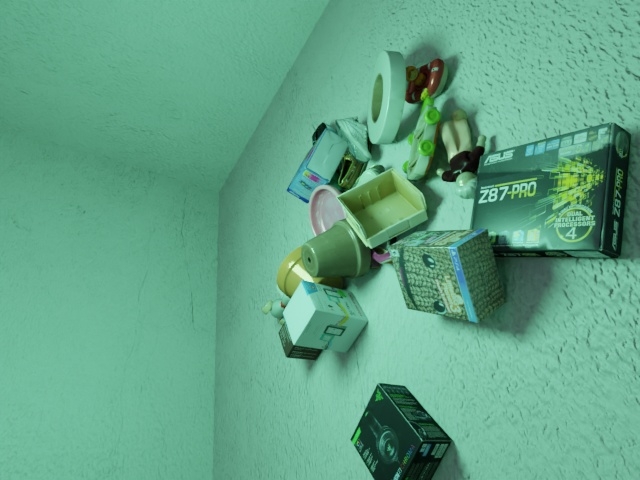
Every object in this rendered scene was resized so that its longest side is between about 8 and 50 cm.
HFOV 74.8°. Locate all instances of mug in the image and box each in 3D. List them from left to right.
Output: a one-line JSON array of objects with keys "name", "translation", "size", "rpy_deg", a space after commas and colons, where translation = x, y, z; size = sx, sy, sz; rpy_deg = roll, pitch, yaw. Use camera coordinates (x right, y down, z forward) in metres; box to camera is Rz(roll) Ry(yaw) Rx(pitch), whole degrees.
[{"name": "mug", "translation": [0.079, -0.286, 2.131], "size": [0.158, 0.097, 0.129], "rpy_deg": [-59, 11, -3]}]

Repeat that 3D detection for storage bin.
[{"name": "storage bin", "translation": [0.238, -0.126, 1.625], "size": [0.262, 0.123, 0.260], "rpy_deg": [-27, 37, -3]}]

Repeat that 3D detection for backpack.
[{"name": "backpack", "translation": [0.029, -0.574, 2.352], "size": [0.152, 0.115, 0.182], "rpy_deg": [-40, 41, 28]}]

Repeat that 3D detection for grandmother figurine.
[{"name": "grandmother figurine", "translation": [0.482, -0.282, 1.449], "size": [0.208, 0.103, 0.343], "rpy_deg": [128, 147, -49]}]

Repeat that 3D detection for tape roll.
[{"name": "tape roll", "translation": [0.279, -0.616, 1.823], "size": [0.392, 0.071, 0.393], "rpy_deg": [-179, 90, -83]}]

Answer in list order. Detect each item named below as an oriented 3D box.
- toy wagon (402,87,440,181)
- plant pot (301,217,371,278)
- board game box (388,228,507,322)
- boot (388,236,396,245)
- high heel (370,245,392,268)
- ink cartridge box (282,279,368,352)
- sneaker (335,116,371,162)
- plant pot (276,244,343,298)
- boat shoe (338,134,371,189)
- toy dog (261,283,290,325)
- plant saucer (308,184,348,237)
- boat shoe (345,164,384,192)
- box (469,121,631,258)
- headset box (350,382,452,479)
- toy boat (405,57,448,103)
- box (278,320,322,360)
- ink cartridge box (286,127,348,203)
[{"name": "toy wagon", "translation": [0.392, -0.405, 1.592], "size": [0.267, 0.068, 0.345], "rpy_deg": [107, 176, -84]}, {"name": "plant pot", "translation": [0.051, 0.056, 1.767], "size": [0.263, 0.229, 0.263], "rpy_deg": [38, 136, 50]}, {"name": "board game box", "translation": [0.381, 0.099, 1.289], "size": [0.291, 0.141, 0.232], "rpy_deg": [-2, 110, 60]}, {"name": "boot", "translation": [0.266, -0.004, 1.748], "size": [0.114, 0.037, 0.107], "rpy_deg": [-29, 39, 48]}, {"name": "high heel", "translation": [0.259, 0.041, 1.696], "size": [0.244, 0.082, 0.117], "rpy_deg": [145, 123, -66]}, {"name": "ink cartridge box", "translation": [0.018, 0.326, 1.783], "size": [0.197, 0.269, 0.198], "rpy_deg": [-60, 33, 21]}, {"name": "sneaker", "translation": [0.175, -0.489, 1.973], "size": [0.111, 0.129, 0.297], "rpy_deg": [74, 172, -60]}, {"name": "plant pot", "translation": [-0.029, 0.187, 1.956], "size": [0.203, 0.290, 0.291], "rpy_deg": [39, 111, 40]}, {"name": "boat shoe", "translation": [0.165, -0.393, 2.038], "size": [0.110, 0.104, 0.308], "rpy_deg": [-6, 71, 61]}, {"name": "toy dog", "translation": [-0.178, 0.326, 2.242], "size": [0.333, 0.220, 0.161], "rpy_deg": [-22, 26, 46]}, {"name": "plant saucer", "translation": [0.060, -0.106, 2.008], "size": [0.332, 0.084, 0.333], "rpy_deg": [28, 125, 50]}, {"name": "boat shoe", "translation": [0.199, -0.234, 1.920], "size": [0.091, 0.109, 0.305], "rpy_deg": [-44, -4, -36]}, {"name": "box", "translation": [0.606, -0.113, 1.153], "size": [0.394, 0.097, 0.319], "rpy_deg": [-2, 73, 61]}, {"name": "headset box", "translation": [0.248, 0.647, 1.374], "size": [0.247, 0.131, 0.283], "rpy_deg": [-67, 29, 12]}, {"name": "toy boat", "translation": [0.403, -0.661, 1.708], "size": [0.231, 0.151, 0.151], "rpy_deg": [4, 80, 60]}, {"name": "box", "translation": [-0.071, 0.434, 1.989], "size": [0.203, 0.166, 0.169], "rpy_deg": [-61, 32, 23]}, {"name": "ink cartridge box", "translation": [-0.030, -0.371, 2.204], "size": [0.270, 0.151, 0.395], "rpy_deg": [-64, 10, -22]}]
